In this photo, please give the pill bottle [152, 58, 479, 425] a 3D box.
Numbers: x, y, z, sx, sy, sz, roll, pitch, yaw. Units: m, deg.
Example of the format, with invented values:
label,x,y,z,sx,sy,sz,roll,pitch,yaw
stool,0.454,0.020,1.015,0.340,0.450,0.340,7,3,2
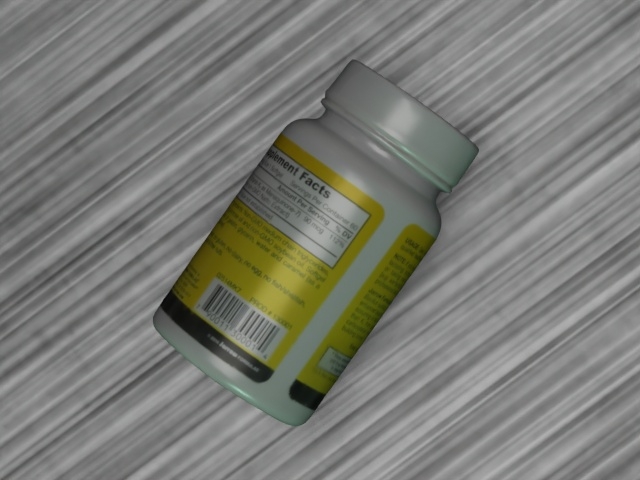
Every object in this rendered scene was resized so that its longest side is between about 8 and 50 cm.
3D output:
label,x,y,z,sx,sy,sz,roll,pitch,yaw
pill bottle,0.000,0.000,1.240,0.119,0.119,0.208,36,92,5
